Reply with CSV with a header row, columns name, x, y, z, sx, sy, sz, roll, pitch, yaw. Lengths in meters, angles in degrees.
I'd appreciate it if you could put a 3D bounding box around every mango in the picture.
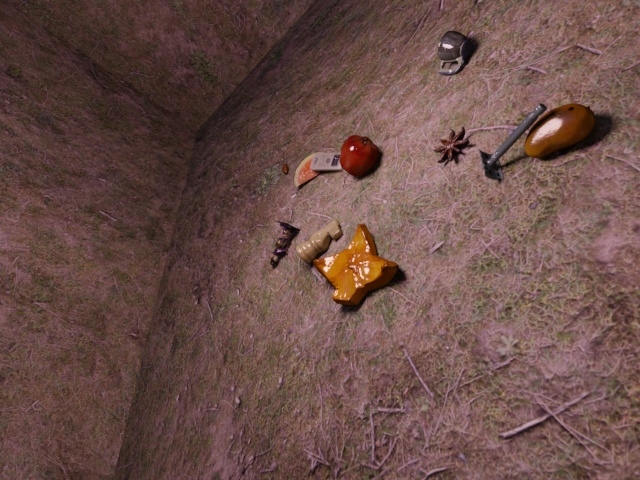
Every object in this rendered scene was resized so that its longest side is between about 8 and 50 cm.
name,x,y,z,sx,sy,sz,roll,pitch,yaw
mango,0.629,-0.294,1.181,0.178,0.090,0.115,-27,51,50

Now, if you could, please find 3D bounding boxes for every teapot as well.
name,x,y,z,sx,sy,sz,roll,pitch,yaw
teapot,0.503,-0.710,1.670,0.108,0.111,0.149,33,85,43

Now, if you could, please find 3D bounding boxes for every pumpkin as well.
name,x,y,z,sx,sy,sz,roll,pitch,yaw
pumpkin,0.119,0.096,1.513,0.258,0.095,0.290,-44,39,13

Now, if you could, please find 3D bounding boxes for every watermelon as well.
name,x,y,z,sx,sy,sz,roll,pitch,yaw
watermelon,-0.040,-0.347,2.126,0.245,0.063,0.119,-34,56,21

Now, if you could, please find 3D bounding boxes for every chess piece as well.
name,x,y,z,sx,sy,sz,roll,pitch,yaw
chess piece,0.000,0.000,1.772,0.200,0.090,0.090,-39,36,8

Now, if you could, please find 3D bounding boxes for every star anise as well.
name,x,y,z,sx,sy,sz,roll,pitch,yaw
star anise,0.438,-0.316,1.484,0.141,0.042,0.141,-32,43,37

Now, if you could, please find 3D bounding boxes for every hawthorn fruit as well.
name,x,y,z,sx,sy,sz,roll,pitch,yaw
hawthorn fruit,0.140,-0.323,1.806,0.203,0.163,0.162,-56,28,38

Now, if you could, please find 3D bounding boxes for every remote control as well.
name,x,y,z,sx,sy,sz,roll,pitch,yaw
remote control,0.033,-0.357,2.016,0.190,0.029,0.087,9,77,42

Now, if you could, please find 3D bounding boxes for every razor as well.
name,x,y,z,sx,sy,sz,roll,pitch,yaw
razor,0.538,-0.282,1.236,0.232,0.068,0.106,124,155,-50

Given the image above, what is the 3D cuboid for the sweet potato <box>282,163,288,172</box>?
name,x,y,z,sx,sy,sz,roll,pitch,yaw
sweet potato,-0.186,-0.381,2.360,0.034,0.034,0.095,-41,27,24

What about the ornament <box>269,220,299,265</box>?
name,x,y,z,sx,sy,sz,roll,pitch,yaw
ornament,-0.167,0.022,1.977,0.081,0.088,0.203,18,90,32
